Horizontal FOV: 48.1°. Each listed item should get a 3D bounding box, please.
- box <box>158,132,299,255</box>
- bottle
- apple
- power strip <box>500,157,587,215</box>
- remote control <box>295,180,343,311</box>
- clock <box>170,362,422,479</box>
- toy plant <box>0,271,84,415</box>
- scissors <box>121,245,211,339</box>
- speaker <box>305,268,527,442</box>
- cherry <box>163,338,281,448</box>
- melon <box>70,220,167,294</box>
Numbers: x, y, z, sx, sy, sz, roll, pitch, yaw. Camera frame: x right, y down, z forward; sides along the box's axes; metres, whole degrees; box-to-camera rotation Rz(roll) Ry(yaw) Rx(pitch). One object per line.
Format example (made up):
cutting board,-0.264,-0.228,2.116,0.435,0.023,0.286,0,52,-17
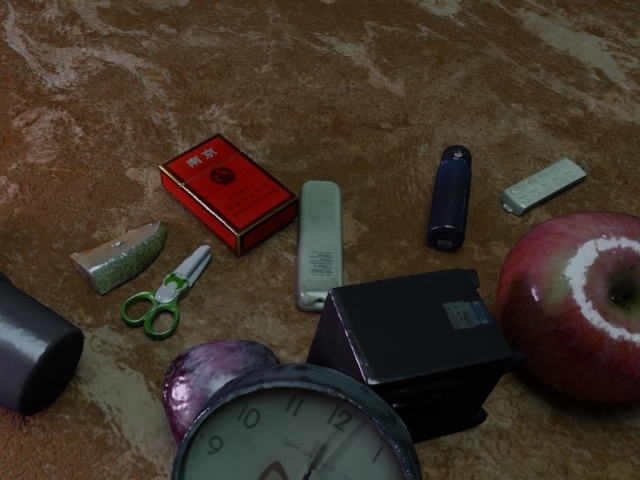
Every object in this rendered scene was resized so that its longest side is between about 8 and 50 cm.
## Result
box,-0.177,-0.094,1.376,0.153,0.074,0.240,-37,61,-26
bottle,0.261,-0.093,1.429,0.072,0.082,0.244,12,49,5
apple,0.460,0.114,1.177,0.345,0.269,0.344,0,70,1
power strip,0.483,-0.120,1.517,0.253,0.027,0.060,-26,58,-26
remote control,-0.001,0.000,1.344,0.090,0.038,0.309,2,49,-3
clock,-0.033,0.320,0.908,0.325,0.325,0.067,17,8,7
toy plant,-0.569,0.118,1.079,0.400,0.185,0.279,26,95,9
scissors,-0.252,0.082,1.249,0.101,0.027,0.204,28,54,14
speaker,0.132,0.188,1.078,0.254,0.232,0.184,-7,51,-19
cherry,-0.131,0.231,1.041,0.195,0.195,0.195,4,50,-4
melon,-0.345,0.019,1.287,0.182,0.054,0.098,-27,43,-27
